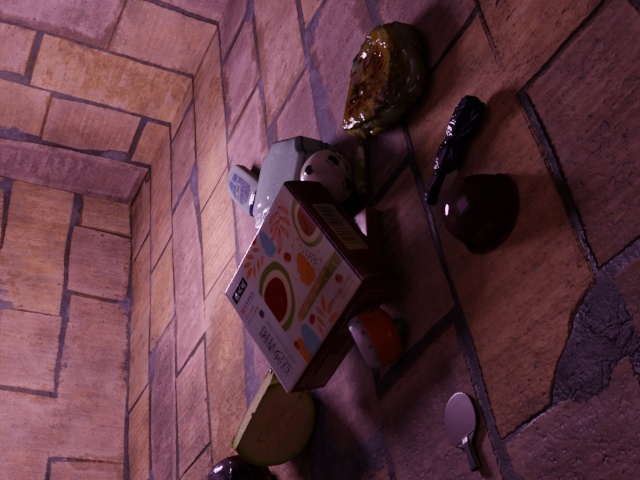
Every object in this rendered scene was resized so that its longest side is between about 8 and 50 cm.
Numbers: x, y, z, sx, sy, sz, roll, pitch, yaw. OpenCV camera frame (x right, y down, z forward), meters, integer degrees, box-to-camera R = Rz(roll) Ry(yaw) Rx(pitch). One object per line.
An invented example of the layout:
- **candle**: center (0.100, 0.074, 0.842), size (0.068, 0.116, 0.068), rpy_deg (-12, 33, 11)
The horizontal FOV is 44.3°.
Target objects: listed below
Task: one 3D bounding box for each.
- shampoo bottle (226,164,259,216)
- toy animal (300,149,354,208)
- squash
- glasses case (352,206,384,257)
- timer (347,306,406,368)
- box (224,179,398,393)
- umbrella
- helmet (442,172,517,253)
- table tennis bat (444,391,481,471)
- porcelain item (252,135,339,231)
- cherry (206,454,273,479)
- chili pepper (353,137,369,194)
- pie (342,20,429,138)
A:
- **shampoo bottle**: center (-0.241, -0.158, 2.698), size (0.359, 0.078, 0.134), rpy_deg (40, 118, 61)
- **toy animal**: center (0.024, -0.150, 2.026), size (0.138, 0.166, 0.179), rpy_deg (-34, 2, 5)
- **squash**: center (-0.159, 0.437, 2.116), size (0.309, 0.210, 0.233), rpy_deg (28, 92, 59)
- **glasses case**: center (0.118, 0.031, 1.909), size (0.075, 0.049, 0.218), rpy_deg (-40, 44, 48)
- **timer**: center (0.134, 0.208, 1.737), size (0.099, 0.136, 0.136), rpy_deg (57, -137, -84)
- **box**: center (-0.037, 0.110, 1.899), size (0.344, 0.122, 0.385), rpy_deg (52, 126, 33)
- **umbrella**: center (0.274, -0.192, 1.674), size (0.248, 0.071, 0.071), rpy_deg (-64, 28, 23)
- **helmet**: center (0.290, -0.059, 1.540), size (0.175, 0.106, 0.155), rpy_deg (129, 144, -50)
- **table tennis bat**: center (0.272, 0.361, 1.488), size (0.095, 0.014, 0.158), rpy_deg (-55, 31, 36)
- **porcelain item**: center (-0.064, -0.141, 2.235), size (0.281, 0.157, 0.285), rpy_deg (-2, 76, 62)
- **cherry**: center (-0.226, 0.684, 2.162), size (0.195, 0.195, 0.195), rpy_deg (-38, 46, 53)
- **chili pepper**: center (0.105, -0.196, 2.050), size (0.043, 0.049, 0.208), rpy_deg (-12, 58, 17)
- **pie**: center (0.147, -0.396, 1.983), size (0.355, 0.103, 0.288), rpy_deg (-19, 55, 60)
